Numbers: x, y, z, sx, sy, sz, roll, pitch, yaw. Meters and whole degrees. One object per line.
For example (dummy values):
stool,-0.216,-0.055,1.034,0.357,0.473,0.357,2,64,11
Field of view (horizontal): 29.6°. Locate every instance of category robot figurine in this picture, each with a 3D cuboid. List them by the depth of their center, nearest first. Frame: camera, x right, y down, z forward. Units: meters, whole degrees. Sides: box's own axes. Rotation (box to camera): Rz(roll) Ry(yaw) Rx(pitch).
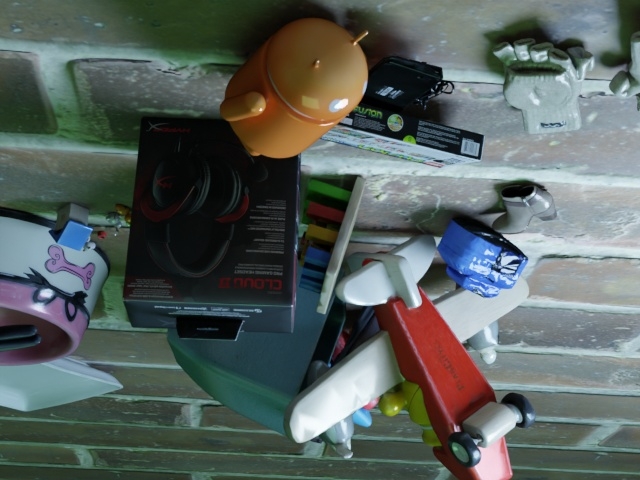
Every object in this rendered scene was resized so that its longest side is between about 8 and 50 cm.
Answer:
robot figurine,-0.030,-0.174,1.403,0.158,0.128,0.219,15,153,-26

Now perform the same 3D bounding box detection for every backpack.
backpack,0.239,0.026,1.853,0.120,0.101,0.098,26,-175,-30

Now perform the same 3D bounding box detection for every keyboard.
keyboard,0.095,-0.192,1.463,0.100,0.038,0.192,16,168,-14

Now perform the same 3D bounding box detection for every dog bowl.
dog bowl,-0.563,0.090,2.022,0.408,0.150,0.408,2,156,1

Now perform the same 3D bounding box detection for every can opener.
can opener,-0.538,0.162,1.932,0.186,0.073,0.059,-6,149,-6

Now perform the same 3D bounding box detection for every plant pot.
plant pot,-0.114,0.158,2.051,0.252,0.247,0.248,18,158,9

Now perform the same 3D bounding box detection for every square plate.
square plate,-0.660,0.285,2.596,0.347,0.049,0.344,-17,151,37

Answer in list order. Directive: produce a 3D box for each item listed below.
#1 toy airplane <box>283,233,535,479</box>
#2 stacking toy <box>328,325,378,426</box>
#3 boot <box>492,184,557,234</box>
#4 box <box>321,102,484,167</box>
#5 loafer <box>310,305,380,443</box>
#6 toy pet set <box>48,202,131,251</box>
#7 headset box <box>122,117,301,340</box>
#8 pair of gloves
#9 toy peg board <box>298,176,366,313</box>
toy airplane,0.144,0.186,1.943,0.386,0.384,0.272,17,158,-16
stacking toy,0.145,0.190,2.217,0.302,0.165,0.175,-29,139,10
boot,0.288,-0.050,1.782,0.118,0.042,0.087,-16,144,32
box,0.092,-0.135,1.554,0.207,0.036,0.114,12,174,-22
loafer,0.069,0.221,2.075,0.095,0.302,0.109,26,157,8
toy pet set,-0.351,-0.011,1.877,0.114,0.065,0.122,22,149,-38
headset box,-0.137,-0.006,1.592,0.218,0.293,0.110,3,156,0
pair of gloves,0.338,-0.195,1.439,0.240,0.042,0.204,-6,159,22
toy peg board,0.000,0.000,1.780,0.079,0.160,0.161,18,156,3
